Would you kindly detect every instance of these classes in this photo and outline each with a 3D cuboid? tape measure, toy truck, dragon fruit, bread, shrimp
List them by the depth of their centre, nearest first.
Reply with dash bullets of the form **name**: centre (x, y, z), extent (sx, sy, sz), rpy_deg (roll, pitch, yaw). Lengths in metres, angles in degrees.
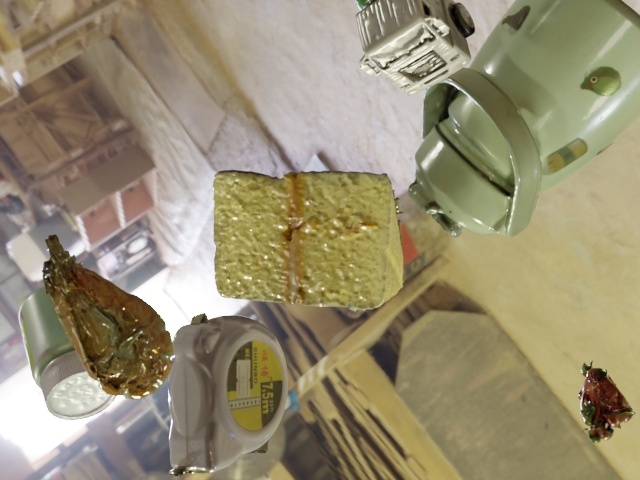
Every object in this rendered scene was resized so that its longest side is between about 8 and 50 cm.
- **shrimp**: centre (-0.214, 0.074, 0.740), extent (0.184, 0.091, 0.043), rpy_deg (54, 179, -10)
- **toy truck**: centre (0.083, -0.286, 0.812), extent (0.125, 0.101, 0.243), rpy_deg (23, -129, -47)
- **tape measure**: centre (-0.124, 0.193, 0.976), extent (0.105, 0.178, 0.196), rpy_deg (-8, 78, 33)
- **bread**: centre (0.000, 0.000, 1.311), extent (0.345, 0.405, 0.242), rpy_deg (4, 95, 19)
- **dragon fruit**: centre (0.635, 0.365, 1.705), extent (0.138, 0.175, 0.142), rpy_deg (45, 155, -23)

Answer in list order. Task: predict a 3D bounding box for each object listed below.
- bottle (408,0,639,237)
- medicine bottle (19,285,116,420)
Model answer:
- **bottle**: centre (0.246, -0.152, 0.951), extent (0.229, 0.352, 0.229), rpy_deg (35, -158, -16)
- **medicine bottle**: centre (-0.442, 0.191, 1.332), extent (0.225, 0.139, 0.139), rpy_deg (54, 165, 42)
